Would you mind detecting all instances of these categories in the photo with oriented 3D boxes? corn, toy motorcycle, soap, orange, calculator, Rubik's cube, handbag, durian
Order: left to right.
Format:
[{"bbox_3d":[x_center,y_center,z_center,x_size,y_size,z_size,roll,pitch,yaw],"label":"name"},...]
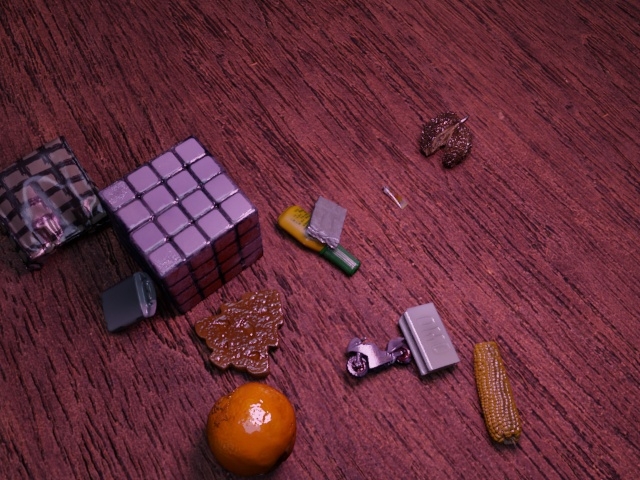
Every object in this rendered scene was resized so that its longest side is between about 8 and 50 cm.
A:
[{"bbox_3d":[-0.870,-0.120,1.968,0.325,0.162,0.327,-35,77,-15],"label":"handbag"},{"bbox_3d":[-0.574,0.185,1.824,0.246,0.045,0.141,-26,73,34],"label":"calculator"},{"bbox_3d":[-0.404,-0.041,1.847,0.343,0.344,0.337,-36,73,-19],"label":"Rubik's cube"},{"bbox_3d":[-0.184,0.509,1.656,0.246,0.246,0.246,1,65,-2],"label":"orange"},{"bbox_3d":[0.167,0.338,1.846,0.215,0.080,0.122,-11,64,-20],"label":"toy motorcycle"},{"bbox_3d":[0.325,0.297,1.859,0.119,0.066,0.198,-9,64,-29],"label":"soap"},{"bbox_3d":[0.446,-0.358,2.130,0.196,0.167,0.196,1,99,6],"label":"durian"},{"bbox_3d":[0.510,0.447,1.793,0.101,0.101,0.310,-7,67,-6],"label":"corn"}]

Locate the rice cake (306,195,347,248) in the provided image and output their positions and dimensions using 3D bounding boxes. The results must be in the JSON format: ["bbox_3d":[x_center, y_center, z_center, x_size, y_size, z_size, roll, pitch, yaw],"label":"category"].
[{"bbox_3d":[0.024,-0.067,1.994,0.124,0.038,0.211,29,34,-3],"label":"rice cake"}]

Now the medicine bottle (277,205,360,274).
[{"bbox_3d":[0.000,0.000,1.993,0.309,0.076,0.111,38,50,13],"label":"medicine bottle"}]

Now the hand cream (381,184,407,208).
[{"bbox_3d":[0.253,-0.151,2.109,0.102,0.022,0.035,43,65,11],"label":"hand cream"}]

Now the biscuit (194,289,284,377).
[{"bbox_3d":[-0.217,0.272,1.873,0.278,0.043,0.301,37,67,16],"label":"biscuit"}]
